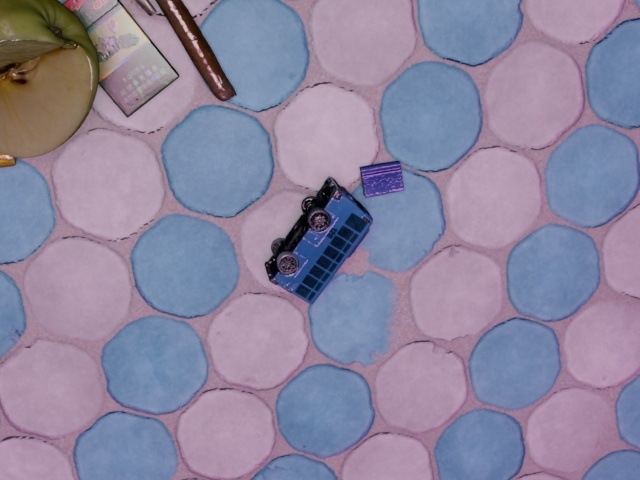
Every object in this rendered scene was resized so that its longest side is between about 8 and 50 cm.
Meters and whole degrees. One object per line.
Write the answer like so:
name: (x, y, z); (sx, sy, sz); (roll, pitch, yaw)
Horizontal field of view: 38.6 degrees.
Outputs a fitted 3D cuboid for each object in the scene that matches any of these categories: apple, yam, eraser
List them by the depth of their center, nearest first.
apple: (-0.532, -0.316, 1.594); (0.258, 0.233, 0.295); (-29, 136, 20)
yam: (-0.241, -0.379, 1.738); (0.046, 0.046, 0.264); (-31, 107, 1)
eraser: (0.126, -0.127, 1.883); (0.085, 0.027, 0.063); (-11, 107, -5)

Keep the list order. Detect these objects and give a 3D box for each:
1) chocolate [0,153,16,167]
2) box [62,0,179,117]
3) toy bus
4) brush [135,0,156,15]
chocolate: (-0.683, -0.161, 1.714); (0.220, 0.085, 0.085); (-2, 107, -10)
box: (-0.390, -0.363, 1.723); (0.132, 0.034, 0.235); (-37, 108, 3)
toy bus: (0.000, 0.000, 1.855); (0.134, 0.116, 0.234); (33, 100, -17)
brush: (-0.403, -0.545, 1.657); (0.050, 0.060, 0.321); (-43, 108, -7)
